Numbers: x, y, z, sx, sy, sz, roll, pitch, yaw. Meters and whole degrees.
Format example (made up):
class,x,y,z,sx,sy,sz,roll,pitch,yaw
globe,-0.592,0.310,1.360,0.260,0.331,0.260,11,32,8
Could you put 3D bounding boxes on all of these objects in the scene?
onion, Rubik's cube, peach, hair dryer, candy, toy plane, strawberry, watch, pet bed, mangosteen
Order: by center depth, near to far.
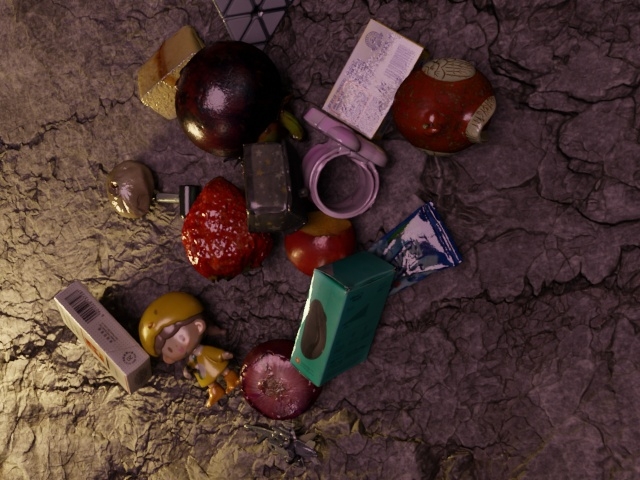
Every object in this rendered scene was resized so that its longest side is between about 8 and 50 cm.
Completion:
class,x,y,z,sx,sy,sz,roll,pitch,yaw
pet bed,-0.110,-0.134,1.737,0.159,0.183,0.211,-3,69,-6
watch,0.041,-0.179,1.761,0.248,0.211,0.217,26,99,-26
candy,0.203,0.058,1.811,0.331,0.077,0.187,-33,81,24
mangosteen,-0.205,-0.357,1.812,0.359,0.306,0.306,22,103,7
peach,0.000,0.000,1.816,0.190,0.190,0.192,48,146,10
Rubik's cube,-0.208,-0.646,1.865,0.228,0.229,0.233,27,64,-20
strawberry,-0.256,-0.036,1.877,0.257,0.257,0.277,-9,102,21
onion,-0.105,0.380,1.915,0.248,0.161,0.248,5,101,24
toy plane,-0.119,0.578,1.981,0.262,0.088,0.192,4,124,24
hair dryer,-0.445,-0.120,2.062,0.197,0.057,0.100,7,98,29

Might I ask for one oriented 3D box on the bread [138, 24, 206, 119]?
class,x,y,z,sx,sy,sz,roll,pitch,yaw
bread,-0.410,-0.497,2.018,0.240,0.135,0.178,-34,49,21

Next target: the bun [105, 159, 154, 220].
class,x,y,z,sx,sy,sz,roll,pitch,yaw
bun,-0.576,-0.151,2.058,0.166,0.113,0.173,-46,65,24

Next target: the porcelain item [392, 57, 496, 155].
class,x,y,z,sx,sy,sz,roll,pitch,yaw
porcelain item,0.292,-0.301,1.644,0.253,0.253,0.253,2,96,21

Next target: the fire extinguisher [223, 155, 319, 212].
class,x,y,z,sx,sy,sz,roll,pitch,yaw
fire extinguisher,-0.137,-0.168,1.903,0.269,0.105,0.105,37,107,13

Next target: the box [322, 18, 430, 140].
class,x,y,z,sx,sy,sz,roll,pitch,yaw
box,0.142,-0.409,1.776,0.168,0.097,0.265,33,105,15

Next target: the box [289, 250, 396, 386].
class,x,y,z,sx,sy,sz,roll,pitch,yaw
box,0.055,0.195,1.767,0.118,0.205,0.311,33,123,29

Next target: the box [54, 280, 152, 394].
class,x,y,z,sx,sy,sz,roll,pitch,yaw
box,-0.652,0.296,2.092,0.330,0.210,0.095,42,63,11

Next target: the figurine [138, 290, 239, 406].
class,x,y,z,sx,sy,sz,roll,pitch,yaw
figurine,-0.380,0.312,2.008,0.215,0.187,0.344,-39,87,11
